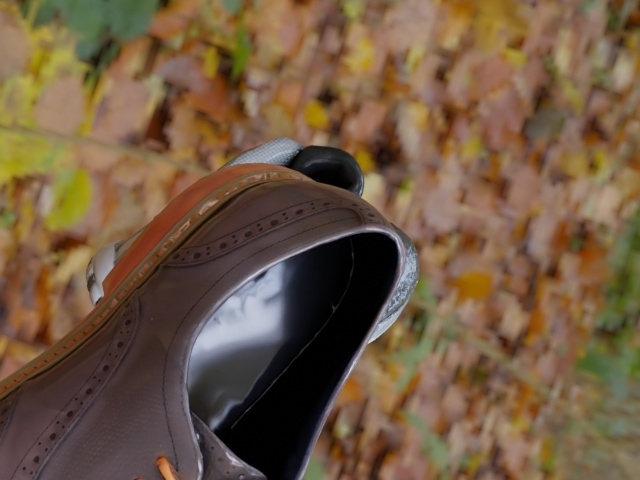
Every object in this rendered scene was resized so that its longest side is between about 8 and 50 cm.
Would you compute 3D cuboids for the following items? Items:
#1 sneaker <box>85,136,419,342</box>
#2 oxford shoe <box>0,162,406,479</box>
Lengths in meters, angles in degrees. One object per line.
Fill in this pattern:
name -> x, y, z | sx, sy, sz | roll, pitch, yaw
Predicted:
sneaker -> 0.000, 0.000, 0.985 | 0.228, 0.086, 0.132 | -7, 153, -46
oxford shoe -> -0.073, 0.085, 0.643 | 0.271, 0.097, 0.098 | -54, -155, -10
